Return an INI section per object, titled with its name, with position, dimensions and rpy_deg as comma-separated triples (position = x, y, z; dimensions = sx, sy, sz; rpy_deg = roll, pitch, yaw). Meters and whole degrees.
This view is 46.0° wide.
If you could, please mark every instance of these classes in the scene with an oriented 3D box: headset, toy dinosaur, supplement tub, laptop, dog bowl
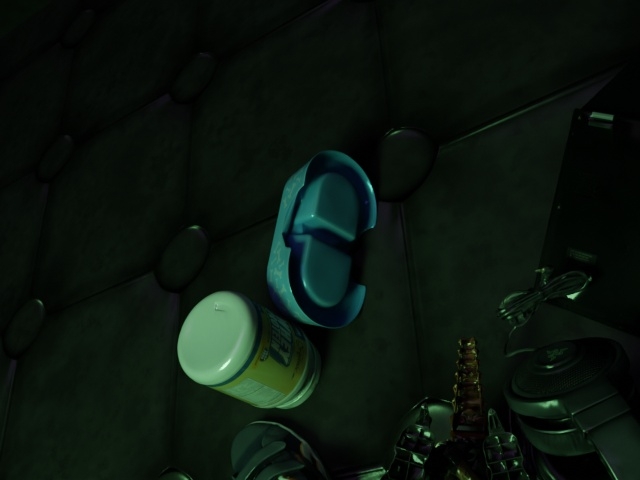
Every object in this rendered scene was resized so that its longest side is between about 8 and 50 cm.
[headset]
position = 0.306, 0.185, 0.823
dimensions = 0.185, 0.243, 0.394
rpy_deg = -26, 39, 1
[toy dinosaur]
position = 0.160, 0.280, 0.878
dimensions = 0.164, 0.218, 0.322
rpy_deg = -21, 63, 7
[supplement tub]
position = -0.104, 0.174, 1.161
dimensions = 0.144, 0.199, 0.144
rpy_deg = -19, 55, 29
[laptop]
position = 0.527, -0.070, 0.933
dimensions = 0.382, 0.236, 0.408
rpy_deg = 22, 108, 44
[dog bowl]
position = 0.000, 0.000, 1.218
dimensions = 0.074, 0.166, 0.297
rpy_deg = -16, 56, 46

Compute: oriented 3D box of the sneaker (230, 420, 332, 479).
[sneaker]
position = -0.053, 0.356, 1.069
dimensions = 0.321, 0.127, 0.126
rpy_deg = 35, 90, 46

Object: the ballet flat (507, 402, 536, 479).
[ballet flat]
position = 0.260, 0.242, 0.938
dimensions = 0.057, 0.049, 0.173
rpy_deg = -15, 56, 30
